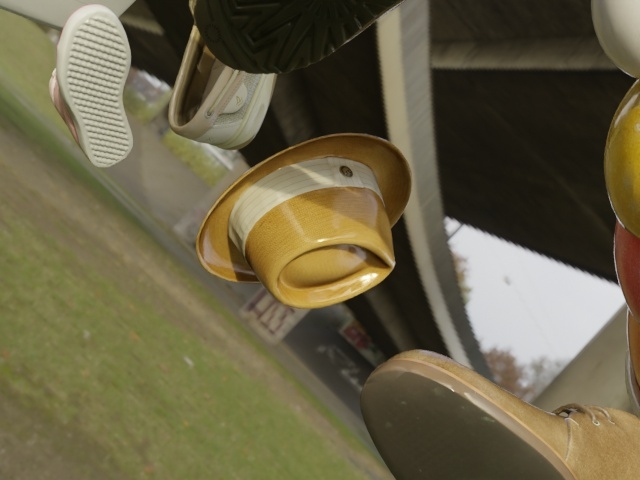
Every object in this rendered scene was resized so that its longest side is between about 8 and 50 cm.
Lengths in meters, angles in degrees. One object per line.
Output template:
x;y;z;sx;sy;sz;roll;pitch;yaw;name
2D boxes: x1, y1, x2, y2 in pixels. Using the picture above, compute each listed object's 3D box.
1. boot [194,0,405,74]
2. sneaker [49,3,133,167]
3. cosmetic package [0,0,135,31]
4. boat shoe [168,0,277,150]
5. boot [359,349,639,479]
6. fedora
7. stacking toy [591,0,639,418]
0.060;-0.217;0.755;0.269;0.236;0.089;-43;115;-59;boot
-0.166;-0.118;0.672;0.070;0.051;0.134;53;-26;31;sneaker
-0.268;-0.472;0.942;0.327;0.394;0.329;14;52;-46;cosmetic package
-0.088;-0.250;1.056;0.109;0.302;0.098;25;10;36;boat shoe
0.152;0.148;0.638;0.305;0.115;0.112;38;-40;-19;boot
0.000;0.000;0.775;0.079;0.194;0.194;62;5;31;fedora
0.352;-0.046;0.795;0.480;0.350;0.350;53;-9;-30;stacking toy
